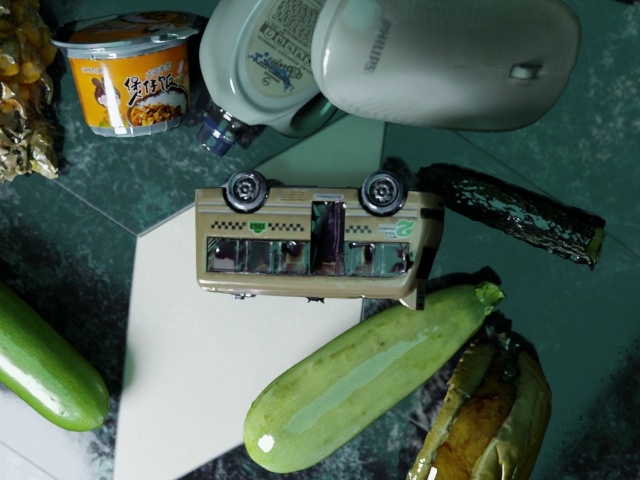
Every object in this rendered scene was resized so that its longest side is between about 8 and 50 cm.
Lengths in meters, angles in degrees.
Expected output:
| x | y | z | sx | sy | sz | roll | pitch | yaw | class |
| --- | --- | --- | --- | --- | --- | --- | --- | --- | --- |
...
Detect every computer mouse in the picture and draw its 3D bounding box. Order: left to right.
| x | y | z | sx | sy | sz | roll | pitch | yaw | class |
| --- | --- | --- | --- | --- | --- | --- | --- | --- | --- |
| 0.147 | -0.216 | 1.444 | 0.330 | 0.095 | 0.197 | 6 | 120 | -20 | computer mouse |

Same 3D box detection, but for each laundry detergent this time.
| x | y | z | sx | sy | sz | roll | pitch | yaw | class |
| --- | --- | --- | --- | --- | --- | --- | --- | --- | --- |
| -0.040 | -0.215 | 1.486 | 0.281 | 0.215 | 0.105 | -57 | 45 | 9 | laundry detergent |

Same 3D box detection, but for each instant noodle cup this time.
| x | y | z | sx | sy | sz | roll | pitch | yaw | class |
| --- | --- | --- | --- | --- | --- | --- | --- | --- | --- |
| -0.226 | -0.197 | 1.512 | 0.177 | 0.208 | 0.126 | -18 | 114 | -30 | instant noodle cup |

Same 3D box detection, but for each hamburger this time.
| x | y | z | sx | sy | sz | roll | pitch | yaw | class |
| --- | --- | --- | --- | --- | --- | --- | --- | --- | --- |
| 0.181 | 0.263 | 1.503 | 0.132 | 0.211 | 0.309 | 24 | 100 | 7 | hamburger |

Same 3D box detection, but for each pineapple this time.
| x | y | z | sx | sy | sz | roll | pitch | yaw | class |
| --- | --- | --- | --- | --- | --- | --- | --- | --- | --- |
| -0.438 | -0.172 | 1.505 | 0.286 | 0.209 | 0.344 | 42 | 97 | -1 | pineapple |

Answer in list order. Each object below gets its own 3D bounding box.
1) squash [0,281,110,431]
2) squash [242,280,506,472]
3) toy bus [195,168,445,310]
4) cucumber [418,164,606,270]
| x | y | z | sx | sy | sz | roll | pitch | yaw | class |
| --- | --- | --- | --- | --- | --- | --- | --- | --- | --- |
| -0.416 | 0.107 | 1.592 | 0.378 | 0.101 | 0.101 | 40 | 99 | 1 | squash |
| 0.061 | 0.154 | 1.548 | 0.370 | 0.118 | 0.118 | -37 | 92 | 4 | squash |
| 0.000 | 0.000 | 1.500 | 0.289 | 0.139 | 0.157 | 2 | 87 | 11 | toy bus |
| 0.232 | -0.035 | 1.532 | 0.245 | 0.067 | 0.067 | 21 | 98 | 1 | cucumber |
